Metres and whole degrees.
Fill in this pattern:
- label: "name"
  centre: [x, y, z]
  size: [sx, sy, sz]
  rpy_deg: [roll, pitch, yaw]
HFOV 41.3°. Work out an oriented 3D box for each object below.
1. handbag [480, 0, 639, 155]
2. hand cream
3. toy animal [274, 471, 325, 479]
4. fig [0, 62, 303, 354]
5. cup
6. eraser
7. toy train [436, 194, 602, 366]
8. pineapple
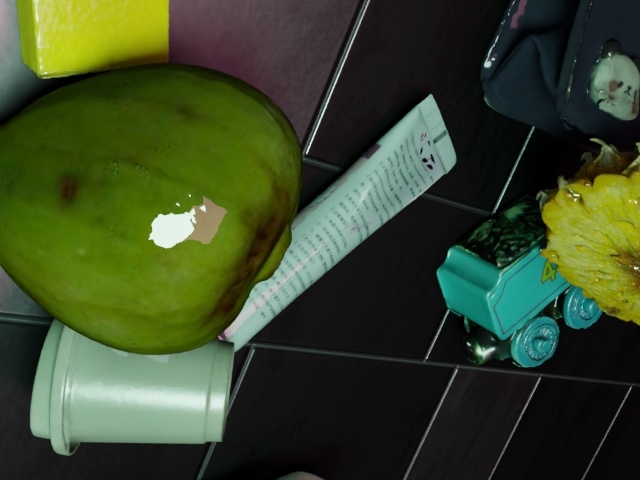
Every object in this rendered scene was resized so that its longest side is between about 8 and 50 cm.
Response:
- label: "handbag"
  centre: [0.339, -0.242, 0.843]
  size: [0.303, 0.122, 0.329]
  rpy_deg: [12, 105, -40]
- label: "hand cream"
  centre: [0.000, 0.000, 0.760]
  size: [0.331, 0.058, 0.085]
  rpy_deg: [-40, 127, -12]
- label: "toy animal"
  centre: [-0.072, 0.367, 0.837]
  size: [0.249, 0.174, 0.289]
  rpy_deg: [-8, 118, -47]
- label: "fig"
  centre: [-0.127, -0.034, 0.579]
  size: [0.225, 0.203, 0.203]
  rpy_deg: [21, 104, -1]
- label: "cup"
  centre: [-0.139, 0.111, 0.650]
  size: [0.141, 0.120, 0.120]
  rpy_deg: [10, 111, -3]
- label: "eraser"
  centre: [-0.151, -0.175, 0.562]
  size: [0.097, 0.045, 0.122]
  rpy_deg: [-13, 121, -32]
- label: "toy train"
  centre: [0.224, 0.044, 0.925]
  size: [0.198, 0.107, 0.154]
  rpy_deg: [-34, 122, -18]
- label: "pineapple"
  centre: [0.296, -0.038, 0.825]
  size: [0.164, 0.140, 0.250]
  rpy_deg: [-66, 147, -21]
